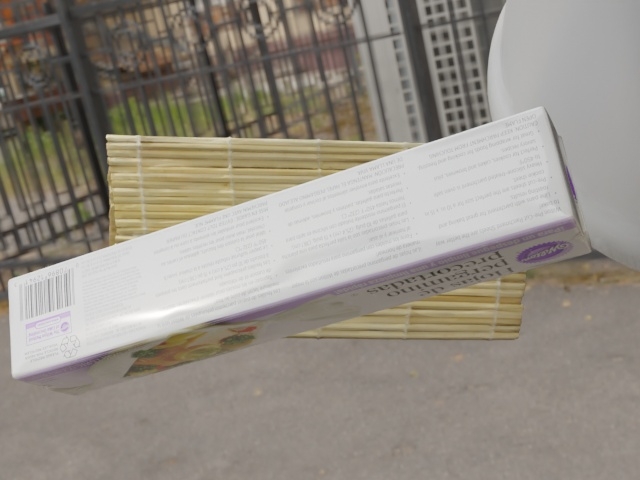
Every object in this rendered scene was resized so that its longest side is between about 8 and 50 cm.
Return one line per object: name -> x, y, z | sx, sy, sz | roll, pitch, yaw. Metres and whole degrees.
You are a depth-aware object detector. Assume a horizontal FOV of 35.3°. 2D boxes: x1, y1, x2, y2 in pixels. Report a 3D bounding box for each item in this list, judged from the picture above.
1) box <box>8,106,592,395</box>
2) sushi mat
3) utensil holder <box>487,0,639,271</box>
box -> -0.022, 0.015, 0.550 | 0.324, 0.067, 0.063 | -18, -23, 17
sushi mat -> 0.000, 0.000, 0.752 | 0.317, 0.151, 0.019 | 1, 5, -6
utensil holder -> 0.275, -0.201, 0.551 | 0.328, 0.385, 0.327 | -1, 59, 2
